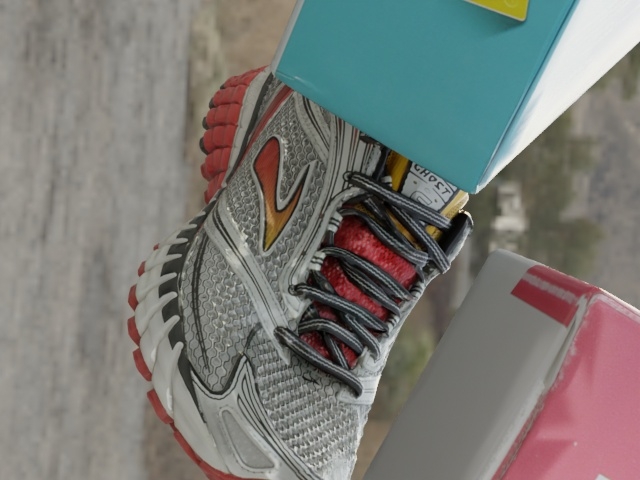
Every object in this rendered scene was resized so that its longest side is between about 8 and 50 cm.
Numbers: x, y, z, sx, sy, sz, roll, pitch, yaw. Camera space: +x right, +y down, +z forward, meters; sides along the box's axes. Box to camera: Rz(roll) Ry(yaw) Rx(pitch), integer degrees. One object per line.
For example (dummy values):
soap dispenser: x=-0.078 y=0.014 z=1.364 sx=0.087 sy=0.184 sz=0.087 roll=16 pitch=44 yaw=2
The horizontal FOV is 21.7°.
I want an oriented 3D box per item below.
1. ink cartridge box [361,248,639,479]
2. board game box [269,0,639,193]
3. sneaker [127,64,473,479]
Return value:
ink cartridge box: x=0.122 y=0.098 z=0.404 sx=0.092 sy=0.218 sz=0.158 roll=-60 pitch=-178 yaw=2
board game box: x=0.126 y=-0.206 z=0.517 sx=0.254 sy=0.079 sz=0.336 roll=-39 pitch=157 yaw=-57
sneaker: x=0.000 y=0.000 z=0.571 sx=0.088 sy=0.092 sz=0.225 roll=46 pitch=34 yaw=-32
